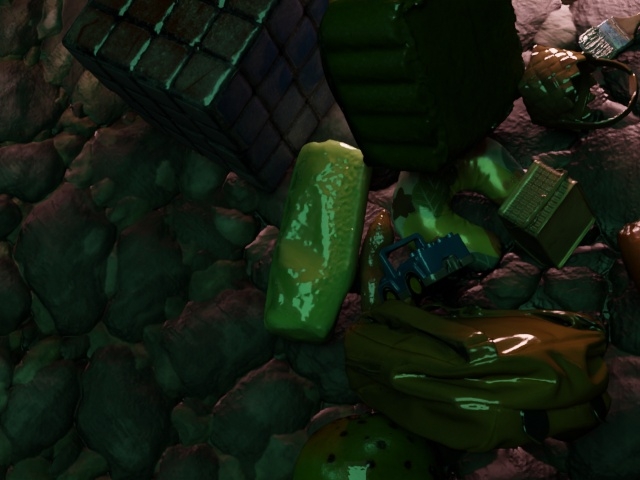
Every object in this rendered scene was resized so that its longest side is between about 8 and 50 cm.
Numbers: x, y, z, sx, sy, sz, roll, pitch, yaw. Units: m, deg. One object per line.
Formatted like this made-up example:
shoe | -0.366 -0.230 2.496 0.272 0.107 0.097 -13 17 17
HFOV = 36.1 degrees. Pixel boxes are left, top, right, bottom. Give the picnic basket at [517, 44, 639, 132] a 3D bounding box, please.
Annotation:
picnic basket | 0.423 -0.239 1.591 0.178 0.138 0.128 9 73 27

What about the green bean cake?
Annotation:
green bean cake | 0.159 -0.304 1.550 0.218 0.319 0.335 7 38 38

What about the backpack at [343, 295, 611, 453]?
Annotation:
backpack | 0.219 0.188 1.403 0.378 0.353 0.201 10 96 53

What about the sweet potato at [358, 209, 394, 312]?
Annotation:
sweet potato | 0.090 0.056 1.637 0.065 0.051 0.219 -15 67 60

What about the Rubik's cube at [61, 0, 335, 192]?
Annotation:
Rubik's cube | -0.173 -0.343 1.721 0.343 0.337 0.344 29 80 25

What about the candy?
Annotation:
candy | 0.000 0.000 1.652 0.142 0.132 0.344 12 76 3

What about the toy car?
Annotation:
toy car | 0.154 0.039 1.538 0.097 0.191 0.100 -25 82 -28

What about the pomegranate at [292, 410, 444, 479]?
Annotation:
pomegranate | 0.076 0.391 1.456 0.230 0.231 0.286 5 113 20

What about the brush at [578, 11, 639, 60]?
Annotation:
brush | 0.536 -0.372 1.670 0.196 0.021 0.070 -34 65 3

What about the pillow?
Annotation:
pillow | 0.228 -0.071 1.632 0.214 0.086 0.233 25 77 14

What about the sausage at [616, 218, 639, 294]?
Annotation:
sausage | 0.539 0.113 1.444 0.102 0.102 0.330 -23 65 9

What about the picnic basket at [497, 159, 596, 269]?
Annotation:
picnic basket | 0.353 -0.038 1.527 0.079 0.164 0.115 35 85 35
